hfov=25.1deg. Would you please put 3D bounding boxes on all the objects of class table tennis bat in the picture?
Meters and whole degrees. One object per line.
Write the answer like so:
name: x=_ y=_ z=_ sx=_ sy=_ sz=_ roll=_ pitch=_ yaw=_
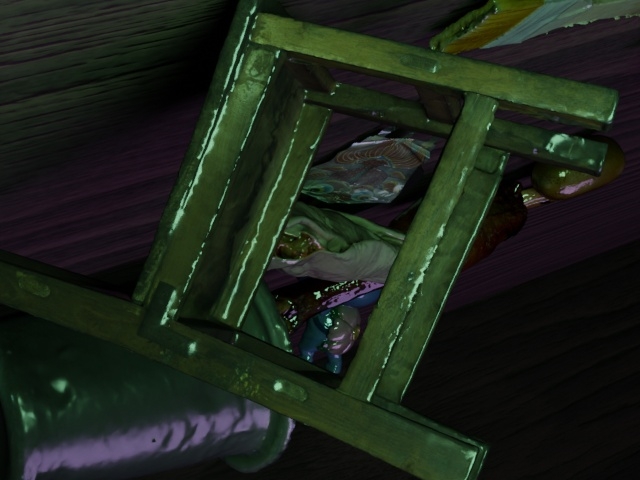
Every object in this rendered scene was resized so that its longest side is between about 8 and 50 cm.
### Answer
table tennis bat: x=0.047 y=-0.057 z=1.466 sx=0.130 sy=0.019 sz=0.220 roll=-18 pitch=170 yaw=-7

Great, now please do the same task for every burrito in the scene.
burrito: x=0.000 y=0.000 z=1.391 sx=0.117 sy=0.076 sz=0.392 roll=12 pitch=180 yaw=23

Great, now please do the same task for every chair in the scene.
chair: x=-0.058 y=-0.036 z=0.887 sx=0.203 sy=0.416 sz=0.240 roll=26 pitch=86 yaw=-79

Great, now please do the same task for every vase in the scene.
vase: x=-0.202 y=0.147 z=1.442 sx=0.291 sy=0.245 sz=0.245 roll=-10 pitch=165 yaw=-34

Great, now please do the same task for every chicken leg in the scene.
chicken leg: x=0.102 y=0.005 z=1.651 sx=0.407 sy=0.096 sz=0.158 roll=-28 pitch=-169 yaw=-36

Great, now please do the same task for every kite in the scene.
kite: x=0.077 y=-0.088 z=1.317 sx=0.127 sy=0.016 sz=0.229 roll=6 pitch=152 yaw=-40

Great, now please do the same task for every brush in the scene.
brush: x=0.214 y=-0.186 z=1.138 sx=0.336 sy=0.020 sz=0.085 roll=-16 pitch=168 yaw=-45

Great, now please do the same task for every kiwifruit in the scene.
kiwifruit: x=0.325 y=-0.092 z=1.806 sx=0.124 sy=0.075 sz=0.075 roll=-17 pitch=170 yaw=-10

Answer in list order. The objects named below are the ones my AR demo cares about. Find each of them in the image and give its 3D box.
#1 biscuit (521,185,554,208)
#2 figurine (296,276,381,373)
biscuit: x=0.235 y=-0.042 z=1.906 sx=0.250 sy=0.036 sz=0.165 roll=-16 pitch=180 yaw=-10
figurine: x=0.005 y=0.068 z=1.788 sx=0.114 sy=0.178 sz=0.144 roll=8 pitch=-168 yaw=-42
